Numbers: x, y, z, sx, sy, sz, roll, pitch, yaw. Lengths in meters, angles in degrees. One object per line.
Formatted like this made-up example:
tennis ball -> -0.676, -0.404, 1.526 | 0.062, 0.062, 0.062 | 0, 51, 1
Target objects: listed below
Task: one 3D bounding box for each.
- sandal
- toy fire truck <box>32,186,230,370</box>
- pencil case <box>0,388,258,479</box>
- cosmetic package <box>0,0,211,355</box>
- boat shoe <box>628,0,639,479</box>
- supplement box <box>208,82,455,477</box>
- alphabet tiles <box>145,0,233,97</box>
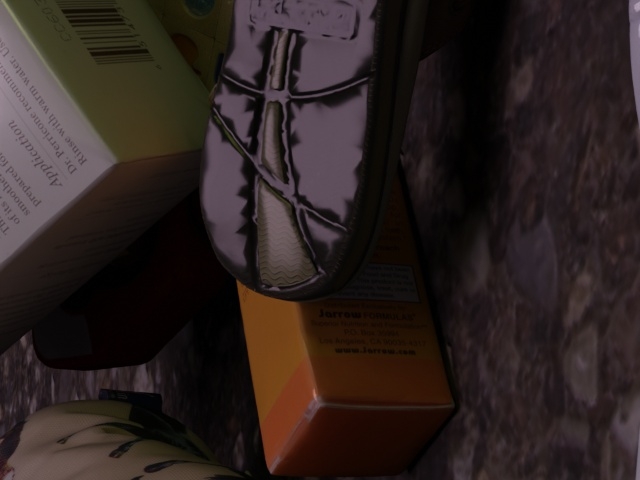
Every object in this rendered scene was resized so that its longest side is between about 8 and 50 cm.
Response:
sandal -> 0.022, -0.120, 0.856 | 0.120, 0.086, 0.303 | 24, 102, 34
toy fire truck -> -0.127, -0.072, 1.196 | 0.254, 0.169, 0.302 | -12, 77, 49
pencil case -> -0.055, 0.186, 0.927 | 0.410, 0.183, 0.160 | 16, 122, 65
cosmetic package -> -0.264, -0.020, 1.097 | 0.385, 0.156, 0.217 | -37, 81, 24
boat shoe -> 0.152, -0.012, 0.546 | 0.094, 0.109, 0.302 | -3, 81, 32
supplement box -> 0.000, 0.000, 0.941 | 0.078, 0.080, 0.233 | 121, 143, -50
alphabet tiles -> -0.079, -0.185, 1.067 | 0.237, 0.009, 0.198 | 26, 118, 27
